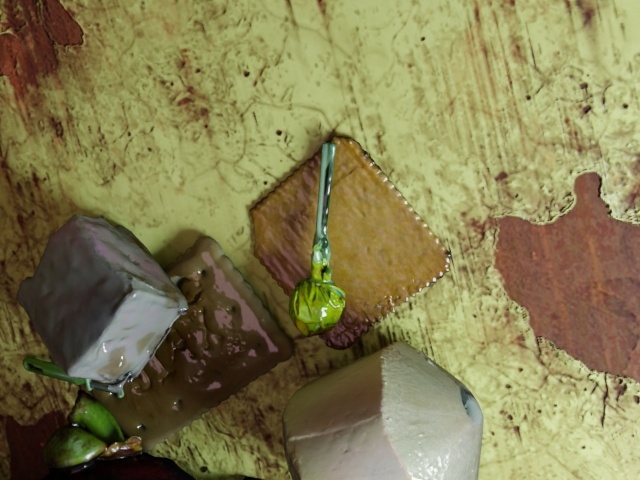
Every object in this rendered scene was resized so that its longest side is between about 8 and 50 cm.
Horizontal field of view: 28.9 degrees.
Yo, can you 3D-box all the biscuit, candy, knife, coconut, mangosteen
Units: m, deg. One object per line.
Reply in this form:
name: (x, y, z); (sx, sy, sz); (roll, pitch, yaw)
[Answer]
biscuit: (-0.212, 0.157, 1.793); (0.325, 0.044, 0.217); (-34, 93, 26)
candy: (0.001, 0.001, 1.646); (0.073, 0.077, 0.262); (8, 102, 14)
candy: (-0.306, 0.089, 1.716); (0.185, 0.137, 0.195); (-51, 59, 17)
knife: (-0.372, 0.191, 1.837); (0.212, 0.015, 0.054); (7, 119, 38)
biscuit: (0.028, 0.006, 1.676); (0.232, 0.013, 0.237); (-39, 91, 26)
coconut: (0.098, 0.257, 1.616); (0.244, 0.239, 0.239); (-22, 99, 28)
mangosteen: (-0.285, 0.401, 1.775); (0.306, 0.306, 0.360); (-3, 72, 20)

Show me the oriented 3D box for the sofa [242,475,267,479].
sofa: (-0.058, 0.396, 1.795); (0.147, 0.085, 0.060); (8, 107, 16)
